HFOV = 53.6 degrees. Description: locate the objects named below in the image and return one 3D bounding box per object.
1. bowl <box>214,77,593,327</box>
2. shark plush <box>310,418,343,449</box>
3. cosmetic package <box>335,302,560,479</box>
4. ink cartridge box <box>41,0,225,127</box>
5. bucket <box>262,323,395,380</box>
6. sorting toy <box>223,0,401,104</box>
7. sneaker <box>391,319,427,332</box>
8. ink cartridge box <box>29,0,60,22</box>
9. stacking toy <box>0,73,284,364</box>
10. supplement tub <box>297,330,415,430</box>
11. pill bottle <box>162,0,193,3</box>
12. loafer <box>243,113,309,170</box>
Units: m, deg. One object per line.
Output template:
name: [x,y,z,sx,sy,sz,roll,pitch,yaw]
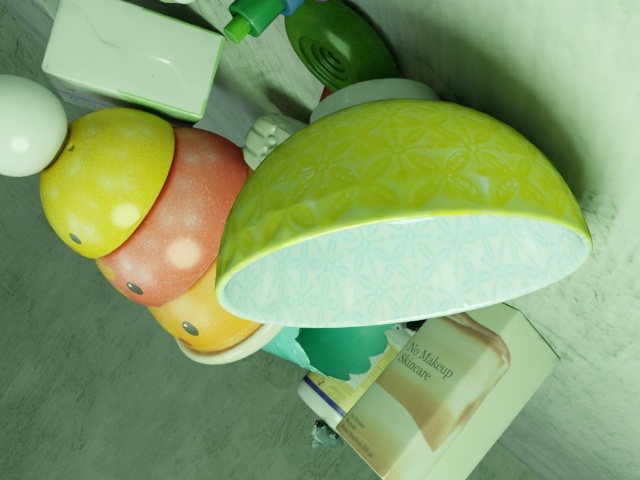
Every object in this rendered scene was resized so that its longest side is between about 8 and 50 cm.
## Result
bowl: [0.055,-0.036,0.519,0.289,0.289,0.156,63,-159,-69]
shark plush: [0.018,0.445,1.487,0.067,0.073,0.161,18,143,18]
cosmetic package: [0.184,0.227,0.933,0.129,0.296,0.153,47,169,-26]
ink cartridge box: [-0.280,-0.248,0.954,0.207,0.119,0.353,15,-179,-17]
bucket: [-0.008,0.092,1.100,0.183,0.281,0.281,10,152,40]
sorting toy: [-0.010,-0.125,0.582,0.127,0.126,0.365,39,172,19]
sneaker: [0.134,0.149,1.314,0.234,0.078,0.106,7,173,15]
ink cartridge box: [-0.586,-0.529,1.356,0.198,0.067,0.115,40,172,9]
stacking toy: [-0.254,-0.062,0.866,0.480,0.350,0.350,32,179,-35]
supplement tub: [0.130,0.323,1.577,0.241,0.331,0.241,40,171,7]
pill bottle: [-0.158,-0.287,0.705,0.043,0.043,0.083,48,170,-37]
loafer: [0.044,-0.060,0.809,0.319,0.112,0.111,41,-151,16]
